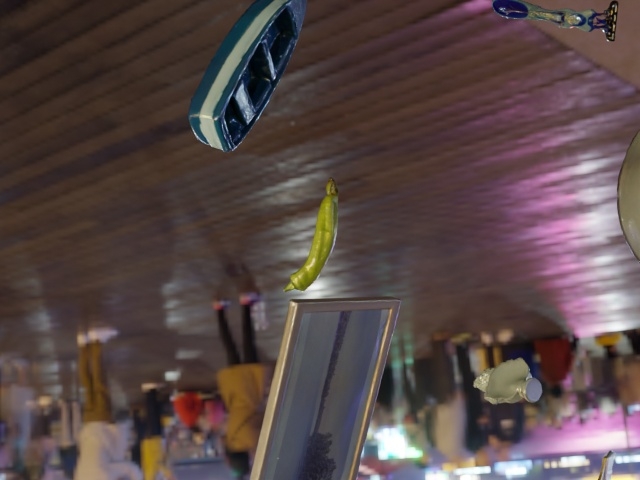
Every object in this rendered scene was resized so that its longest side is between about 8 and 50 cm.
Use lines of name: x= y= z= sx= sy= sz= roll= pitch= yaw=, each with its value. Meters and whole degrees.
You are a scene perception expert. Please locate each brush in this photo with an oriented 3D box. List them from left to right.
brush: x=0.423 y=0.385 z=1.677 sx=0.011 sy=0.083 sz=0.205 roll=10 pitch=-172 yaw=24

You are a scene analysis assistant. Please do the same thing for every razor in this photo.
razor: x=0.254 y=-0.253 z=1.218 sx=0.155 sy=0.044 sz=0.028 roll=18 pitch=-151 yaw=34

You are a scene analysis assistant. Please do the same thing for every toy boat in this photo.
toy boat: x=-0.094 y=-0.252 z=1.509 sx=0.062 sy=0.299 sz=0.096 roll=11 pitch=145 yaw=23

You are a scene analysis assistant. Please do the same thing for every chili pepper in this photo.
chili pepper: x=0.001 y=0.000 z=1.829 sx=0.043 sy=0.208 sz=0.049 roll=21 pitch=-177 yaw=-41

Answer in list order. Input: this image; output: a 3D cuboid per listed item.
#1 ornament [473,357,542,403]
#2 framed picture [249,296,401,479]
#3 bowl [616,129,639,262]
ornament: x=0.230 y=0.176 z=1.354 sx=0.068 sy=0.041 sz=0.092 roll=-35 pitch=-158 yaw=0
framed picture: x=0.004 y=0.213 z=1.427 sx=0.016 sy=0.289 sz=0.213 roll=21 pitch=-168 yaw=39
bowl: x=0.667 y=-0.068 z=1.723 sx=0.354 sy=0.353 sz=0.185 roll=-3 pitch=-173 yaw=-6
